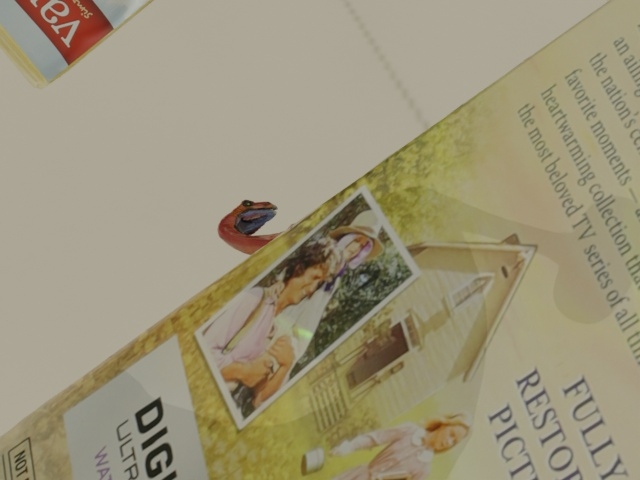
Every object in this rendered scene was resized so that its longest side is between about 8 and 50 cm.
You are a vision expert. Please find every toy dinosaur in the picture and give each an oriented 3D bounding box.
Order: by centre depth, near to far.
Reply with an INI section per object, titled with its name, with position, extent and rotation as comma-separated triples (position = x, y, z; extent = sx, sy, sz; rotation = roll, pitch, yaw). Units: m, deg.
[toy dinosaur]
position = 0.000, 0.000, 0.693
extent = 0.082, 0.090, 0.047
rotation = 22, 63, 12

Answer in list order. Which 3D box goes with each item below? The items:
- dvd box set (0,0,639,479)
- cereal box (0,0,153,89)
[dvd box set]
position = 0.079, 0.076, 0.439
extent = 0.420, 0.307, 0.062
rotation = -36, 130, 14
[cereal box]
position = -0.076, -0.201, 0.788
extent = 0.240, 0.047, 0.173
rotation = -40, 100, -9
